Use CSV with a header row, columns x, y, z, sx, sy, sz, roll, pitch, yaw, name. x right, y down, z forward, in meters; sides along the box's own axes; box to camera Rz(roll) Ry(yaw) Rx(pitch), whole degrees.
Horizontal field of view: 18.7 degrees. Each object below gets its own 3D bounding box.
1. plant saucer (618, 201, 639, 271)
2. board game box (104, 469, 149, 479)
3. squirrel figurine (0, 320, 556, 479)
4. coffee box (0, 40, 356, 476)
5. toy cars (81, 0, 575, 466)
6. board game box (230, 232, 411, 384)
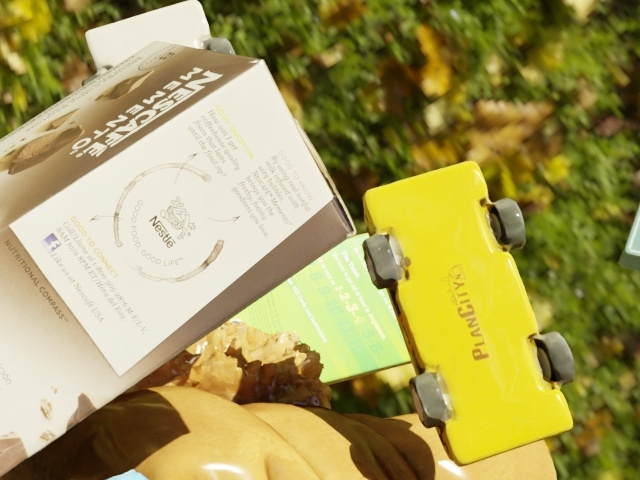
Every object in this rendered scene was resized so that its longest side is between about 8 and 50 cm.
x,y,z,sx,sy,sz,roll,pitch,yaw,name
0.279,-0.062,1.443,0.018,0.067,0.192,47,60,-57,plant saucer
-0.031,0.279,0.547,0.308,0.302,0.086,-59,164,13,board game box
-0.020,0.164,1.343,0.370,0.397,0.281,-17,139,-38,squirrel figurine
-0.154,0.017,1.079,0.297,0.168,0.119,-35,111,-16,coffee box
0.000,0.000,1.257,0.394,0.087,0.176,31,74,5,toy cars
0.035,0.059,1.759,0.259,0.124,0.039,-14,171,-13,board game box
